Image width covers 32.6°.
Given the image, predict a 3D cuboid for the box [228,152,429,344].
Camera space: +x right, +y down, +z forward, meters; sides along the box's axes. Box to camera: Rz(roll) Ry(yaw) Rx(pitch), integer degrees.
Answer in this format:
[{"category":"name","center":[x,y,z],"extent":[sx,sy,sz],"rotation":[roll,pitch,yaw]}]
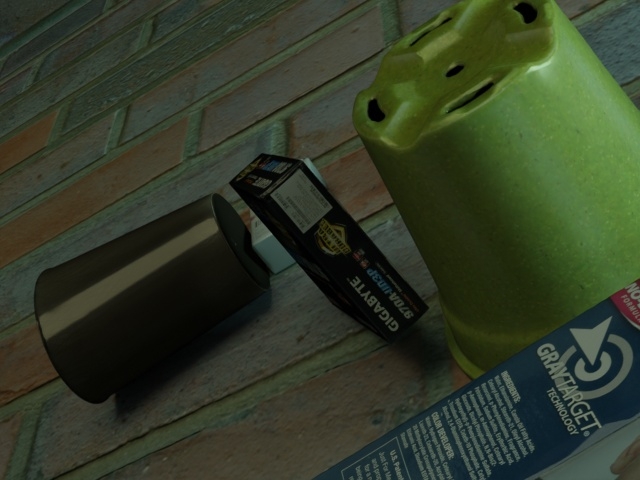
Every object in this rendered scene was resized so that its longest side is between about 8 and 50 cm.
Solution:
[{"category":"box","center":[0.000,0.000,1.029],"extent":[0.051,0.175,0.220],"rotation":[-42,13,-5]}]

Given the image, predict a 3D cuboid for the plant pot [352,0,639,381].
[{"category":"plant pot","center":[0.166,-0.055,0.900],"extent":[0.276,0.254,0.276],"rotation":[-27,31,18]}]

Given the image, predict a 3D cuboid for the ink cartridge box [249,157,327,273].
[{"category":"ink cartridge box","center":[-0.034,-0.031,1.288],"extent":[0.089,0.052,0.122],"rotation":[-30,32,14]}]

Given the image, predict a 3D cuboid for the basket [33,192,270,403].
[{"category":"basket","center":[-0.186,0.054,1.248],"extent":[0.227,0.154,0.204],"rotation":[-29,29,9]}]

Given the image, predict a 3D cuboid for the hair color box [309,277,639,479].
[{"category":"hair color box","center":[0.159,0.163,0.688],"extent":[0.347,0.174,0.105],"rotation":[-34,31,9]}]
